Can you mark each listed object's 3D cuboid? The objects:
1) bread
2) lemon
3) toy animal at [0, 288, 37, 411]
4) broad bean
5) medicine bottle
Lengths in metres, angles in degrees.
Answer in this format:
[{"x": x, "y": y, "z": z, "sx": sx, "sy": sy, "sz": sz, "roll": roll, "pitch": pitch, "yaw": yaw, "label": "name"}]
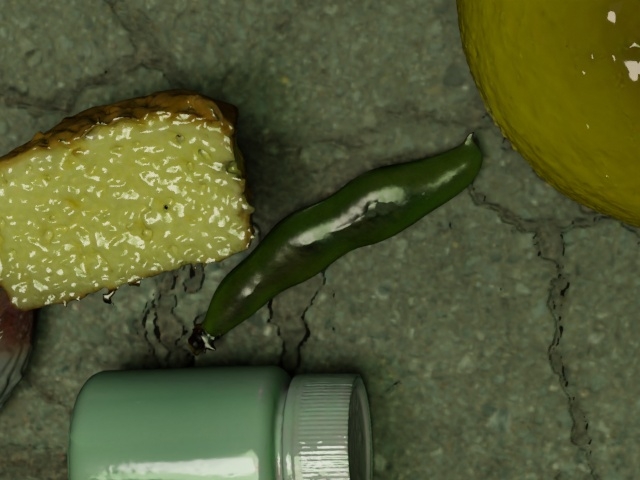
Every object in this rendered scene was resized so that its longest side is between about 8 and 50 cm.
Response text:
[{"x": -0.151, "y": -0.035, "z": 1.067, "sx": 0.228, "sy": 0.139, "sz": 0.143, "roll": -14, "pitch": 102, "yaw": 13, "label": "bread"}, {"x": 0.247, "y": -0.159, "z": 0.863, "sx": 0.364, "sy": 0.364, "sz": 0.364, "roll": 2, "pitch": 103, "yaw": 10, "label": "lemon"}, {"x": -0.320, "y": 0.130, "z": 1.158, "sx": 0.195, "sy": 0.090, "sz": 0.324, "roll": -4, "pitch": 92, "yaw": 17, "label": "toy animal"}, {"x": -0.001, "y": -0.001, "z": 1.097, "sx": 0.297, "sy": 0.043, "sz": 0.060, "roll": -32, "pitch": 106, "yaw": 16, "label": "broad bean"}, {"x": -0.078, "y": 0.169, "z": 1.098, "sx": 0.225, "sy": 0.139, "sz": 0.139, "roll": -3, "pitch": 102, "yaw": 11, "label": "medicine bottle"}]
